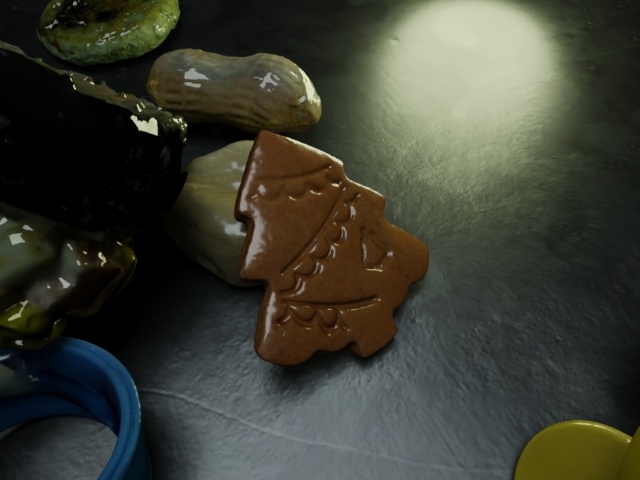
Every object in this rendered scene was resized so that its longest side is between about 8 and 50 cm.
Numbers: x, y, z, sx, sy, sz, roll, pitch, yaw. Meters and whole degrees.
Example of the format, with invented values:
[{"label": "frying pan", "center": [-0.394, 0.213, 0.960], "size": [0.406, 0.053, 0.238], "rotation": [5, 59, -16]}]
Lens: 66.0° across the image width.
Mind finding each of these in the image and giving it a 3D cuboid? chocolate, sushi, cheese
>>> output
[{"label": "chocolate", "center": [-0.147, -0.253, 0.835], "size": [0.310, 0.134, 0.134], "rotation": [13, 56, 10]}, {"label": "sushi", "center": [-0.341, -0.066, 0.551], "size": [0.328, 0.285, 0.329], "rotation": [18, 10, -26]}, {"label": "cheese", "center": [-0.107, -0.049, 0.700], "size": [0.235, 0.117, 0.217], "rotation": [12, 55, 6]}]

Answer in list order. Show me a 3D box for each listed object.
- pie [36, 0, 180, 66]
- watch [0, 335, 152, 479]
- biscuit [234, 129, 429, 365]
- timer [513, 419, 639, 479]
[{"label": "pie", "center": [-0.448, -0.478, 1.038], "size": [0.324, 0.070, 0.323], "rotation": [-2, 55, 2]}, {"label": "watch", "center": [-0.325, 0.214, 0.483], "size": [0.275, 0.241, 0.305], "rotation": [-23, 49, -33]}, {"label": "biscuit", "center": [0.000, 0.000, 0.609], "size": [0.284, 0.043, 0.306], "rotation": [-31, 93, -30]}, {"label": "timer", "center": [0.391, 0.223, 0.385], "size": [0.377, 0.375, 0.387], "rotation": [-22, 33, -13]}]
